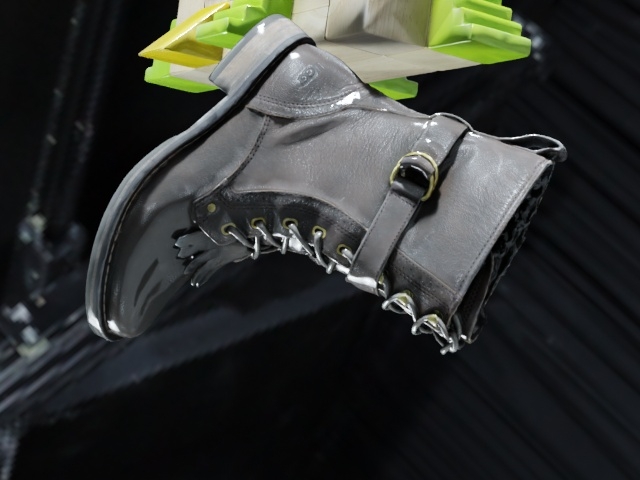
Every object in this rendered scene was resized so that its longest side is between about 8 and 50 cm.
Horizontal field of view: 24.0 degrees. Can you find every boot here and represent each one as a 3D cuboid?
[{"bbox_3d":[0.000,0.000,0.938,0.263,0.229,0.091,-56,-19,0],"label":"boot"}]

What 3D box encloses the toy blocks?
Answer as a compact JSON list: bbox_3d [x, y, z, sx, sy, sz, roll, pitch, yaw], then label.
[{"bbox_3d":[0.010,-0.251,1.096,0.190,0.381,0.261,10,-95,-31],"label":"toy blocks"}]
